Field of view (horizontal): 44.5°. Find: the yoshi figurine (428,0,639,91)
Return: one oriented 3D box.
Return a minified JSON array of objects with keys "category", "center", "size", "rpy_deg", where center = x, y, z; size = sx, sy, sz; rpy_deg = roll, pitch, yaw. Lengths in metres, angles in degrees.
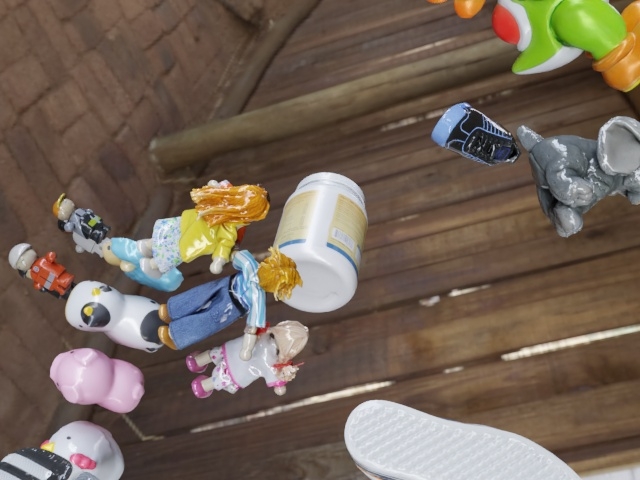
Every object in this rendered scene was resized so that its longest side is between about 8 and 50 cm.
[{"category":"yoshi figurine","center":[0.277,-0.356,0.967],"size":[0.203,0.362,0.203],"rpy_deg":[-60,-176,-23]}]

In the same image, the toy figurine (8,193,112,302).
[{"category":"toy figurine","center":[-0.577,0.019,1.746],"size":[0.209,0.148,0.213],"rpy_deg":[-58,-177,-15]}]

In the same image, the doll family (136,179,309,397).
[{"category":"doll family","center":[-0.101,0.034,0.817],"size":[0.118,0.163,0.263],"rpy_deg":[29,39,-60]}]

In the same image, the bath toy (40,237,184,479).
[{"category":"bath toy","center":[-0.304,0.176,1.094],"size":[0.129,0.151,0.348],"rpy_deg":[126,-21,-74]}]

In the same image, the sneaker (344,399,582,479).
[{"category":"sneaker","center":[0.188,0.299,1.010],"size":[0.126,0.321,0.127],"rpy_deg":[-63,165,-20]}]

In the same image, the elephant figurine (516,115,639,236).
[{"category":"elephant figurine","center":[0.465,-0.112,1.228],"size":[0.169,0.239,0.186],"rpy_deg":[-103,171,-63]}]

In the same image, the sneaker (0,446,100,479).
[{"category":"sneaker","center":[-0.124,0.227,0.518],"size":[0.086,0.228,0.132],"rpy_deg":[-44,138,-35]}]

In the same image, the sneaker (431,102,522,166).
[{"category":"sneaker","center":[0.273,-0.173,1.327],"size":[0.090,0.081,0.232],"rpy_deg":[41,24,24]}]

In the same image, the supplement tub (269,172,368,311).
[{"category":"supplement tub","center":[0.000,0.000,1.266],"size":[0.200,0.144,0.144],"rpy_deg":[-76,151,-43]}]
